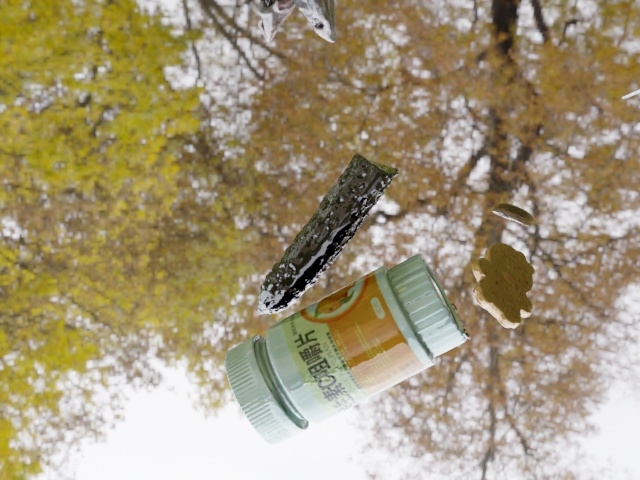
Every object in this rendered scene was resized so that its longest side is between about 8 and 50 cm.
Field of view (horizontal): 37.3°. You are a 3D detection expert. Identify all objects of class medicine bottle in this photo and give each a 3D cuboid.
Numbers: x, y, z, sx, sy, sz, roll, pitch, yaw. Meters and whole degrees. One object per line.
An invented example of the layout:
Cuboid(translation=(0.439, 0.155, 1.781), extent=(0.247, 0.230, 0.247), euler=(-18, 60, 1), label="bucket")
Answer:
Cuboid(translation=(0.038, 0.151, 1.342), extent=(0.318, 0.158, 0.158), euler=(-29, -153, 8), label="medicine bottle")

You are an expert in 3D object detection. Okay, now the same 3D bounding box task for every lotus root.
Cuboid(translation=(0.381, -0.054, 1.868), extent=(0.083, 0.030, 0.037), euler=(22, -177, 7), label="lotus root")

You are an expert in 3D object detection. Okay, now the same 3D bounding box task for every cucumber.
Cuboid(translation=(0.001, 0.001, 1.370), extent=(0.072, 0.300, 0.072), euler=(34, -166, -10), label="cucumber")

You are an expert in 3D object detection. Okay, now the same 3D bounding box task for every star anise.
Cuboid(translation=(-0.046, -0.429, 1.473), extent=(0.198, 0.258, 0.110), euler=(-6, -172, 23), label="star anise")

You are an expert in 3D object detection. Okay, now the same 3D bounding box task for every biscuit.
Cuboid(translation=(0.311, 0.070, 1.620), extent=(0.133, 0.027, 0.184), euler=(33, -138, -18), label="biscuit")

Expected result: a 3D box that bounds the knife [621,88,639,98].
Cuboid(translation=(0.664, -0.306, 1.661), extent=(0.080, 0.044, 0.331), euler=(-22, -179, -25), label="knife")
